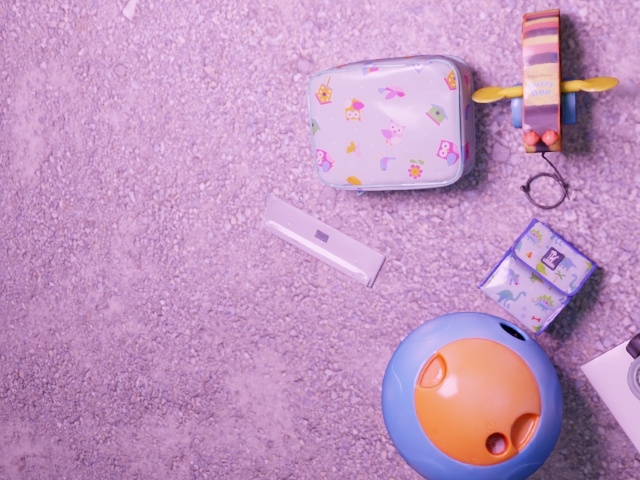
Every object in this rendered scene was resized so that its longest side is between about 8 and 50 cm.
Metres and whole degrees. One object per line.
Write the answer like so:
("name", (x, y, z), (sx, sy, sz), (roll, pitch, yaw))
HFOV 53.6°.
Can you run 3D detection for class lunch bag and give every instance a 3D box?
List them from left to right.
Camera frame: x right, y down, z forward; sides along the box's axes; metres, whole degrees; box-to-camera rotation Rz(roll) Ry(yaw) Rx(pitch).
("lunch bag", (0.115, -0.189, 1.064), (0.279, 0.108, 0.224), (2, 111, 29))
("lunch bag", (0.357, 0.059, 1.048), (0.129, 0.096, 0.151), (40, 101, 11))

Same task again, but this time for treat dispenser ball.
("treat dispenser ball", (0.243, 0.261, 1.036), (0.288, 0.288, 0.288), (6, 106, 21))

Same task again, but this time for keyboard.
("keyboard", (0.000, 0.000, 1.224), (0.256, 0.014, 0.072), (29, 108, 13))

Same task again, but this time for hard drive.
("hard drive", (0.588, 0.281, 0.989), (0.203, 0.040, 0.307), (-39, 71, 26))

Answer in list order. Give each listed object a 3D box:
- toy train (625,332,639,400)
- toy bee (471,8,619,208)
("toy train", (0.571, 0.218, 0.849), (0.190, 0.142, 0.334), (-54, 39, 21))
("toy bee", (0.344, -0.196, 0.945), (0.195, 0.162, 0.298), (-24, 93, 25))
